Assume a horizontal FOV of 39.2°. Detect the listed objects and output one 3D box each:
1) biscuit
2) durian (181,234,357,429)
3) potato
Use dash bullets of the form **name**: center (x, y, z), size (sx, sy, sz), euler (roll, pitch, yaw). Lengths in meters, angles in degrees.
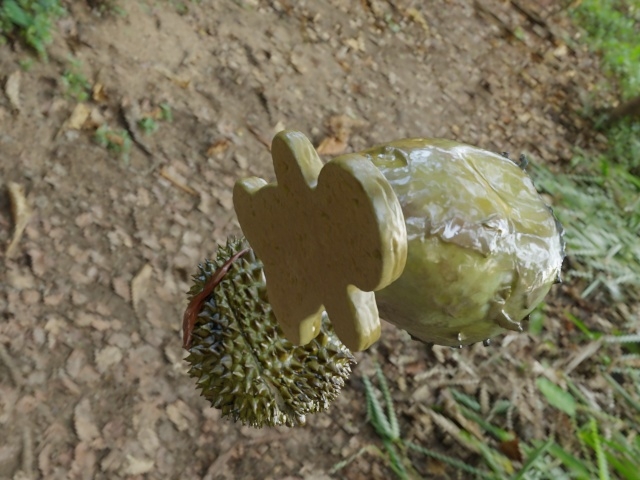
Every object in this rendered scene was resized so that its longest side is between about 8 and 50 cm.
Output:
- **biscuit**: center (0.001, -0.001, 0.625), size (0.035, 0.240, 0.158), euler (-22, 91, -23)
- **durian**: center (-0.093, 0.162, 1.681), size (0.347, 0.347, 0.385), euler (3, 62, -53)
- **potato**: center (0.104, -0.011, 1.094), size (0.237, 0.288, 0.301), euler (14, 53, -49)
